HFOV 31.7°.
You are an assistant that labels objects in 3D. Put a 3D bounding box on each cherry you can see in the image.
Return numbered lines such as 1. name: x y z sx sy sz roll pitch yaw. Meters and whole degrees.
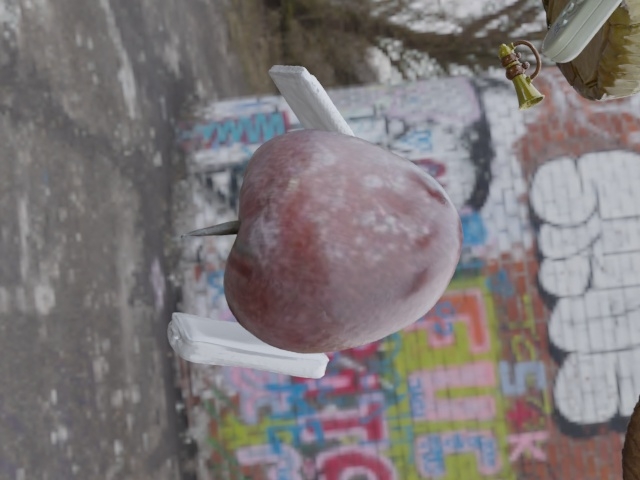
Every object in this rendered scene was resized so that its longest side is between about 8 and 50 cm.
1. cherry: 0.000 0.000 1.161 0.213 0.285 0.236 101 -11 -76

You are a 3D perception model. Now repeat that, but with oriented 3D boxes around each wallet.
1. wallet: -0.086 0.121 1.305 0.095 0.190 0.033 42 -62 61
2. wallet: -0.005 -0.198 1.757 0.183 0.032 0.124 53 -18 -26

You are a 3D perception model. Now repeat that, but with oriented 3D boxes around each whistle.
1. whistle: 0.316 -0.265 1.770 0.057 0.046 0.109 -33 -104 59

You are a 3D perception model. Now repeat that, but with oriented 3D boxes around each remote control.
1. remote control: 0.315 -0.281 1.200 0.221 0.042 0.078 -52 -172 27

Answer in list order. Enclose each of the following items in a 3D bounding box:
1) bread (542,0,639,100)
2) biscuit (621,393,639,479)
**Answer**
1. bread: 0.371 -0.299 1.377 0.253 0.142 0.227 90 -18 -65
2. biscuit: 0.417 0.225 1.019 0.038 0.305 0.305 -2 85 -53
